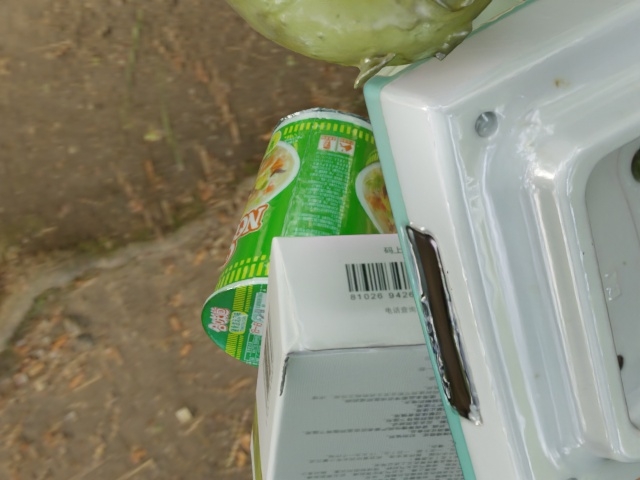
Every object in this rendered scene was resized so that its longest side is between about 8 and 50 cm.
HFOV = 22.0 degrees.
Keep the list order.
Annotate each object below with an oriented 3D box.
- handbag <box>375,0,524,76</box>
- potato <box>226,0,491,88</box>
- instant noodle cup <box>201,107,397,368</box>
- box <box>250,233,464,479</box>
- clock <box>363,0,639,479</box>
[{"bbox_3d":[0.154,-0.085,1.282,0.256,0.219,0.079,33,64,-10],"label":"handbag"},{"bbox_3d":[-0.021,-0.184,0.738,0.248,0.169,0.143,34,133,0],"label":"potato"},{"bbox_3d":[0.000,0.000,1.702,0.207,0.207,0.233,1,57,16],"label":"instant noodle cup"},{"bbox_3d":[0.056,0.119,1.226,0.200,0.299,0.106,-2,54,-7],"label":"box"},{"bbox_3d":[0.163,-0.002,0.845,0.116,0.231,0.262,21,134,53],"label":"clock"}]
